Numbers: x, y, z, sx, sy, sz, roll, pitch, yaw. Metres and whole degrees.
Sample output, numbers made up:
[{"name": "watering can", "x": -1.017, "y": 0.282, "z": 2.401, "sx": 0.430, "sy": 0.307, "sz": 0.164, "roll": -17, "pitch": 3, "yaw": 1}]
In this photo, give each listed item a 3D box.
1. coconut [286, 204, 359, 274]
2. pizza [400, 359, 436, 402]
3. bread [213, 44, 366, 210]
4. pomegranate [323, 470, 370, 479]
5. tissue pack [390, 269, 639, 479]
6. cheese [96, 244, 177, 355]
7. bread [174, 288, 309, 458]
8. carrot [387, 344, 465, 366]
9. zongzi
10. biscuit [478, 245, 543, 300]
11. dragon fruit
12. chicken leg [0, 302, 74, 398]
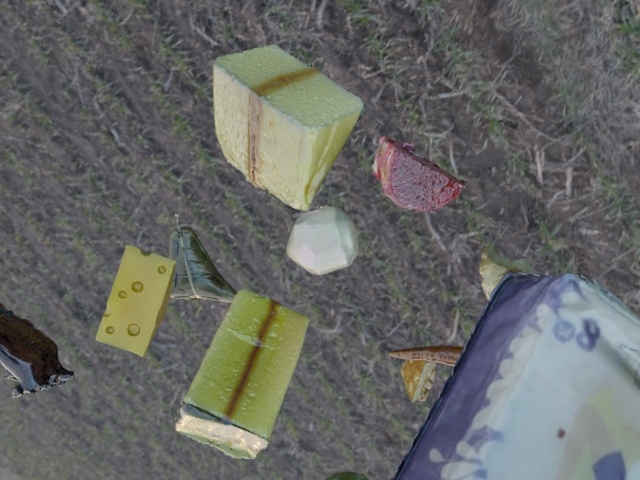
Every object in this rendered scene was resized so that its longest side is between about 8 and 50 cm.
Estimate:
[{"name": "coconut", "x": 0.000, "y": 0.000, "z": 1.625, "sx": 0.183, "sy": 0.170, "sz": 0.170, "roll": -12, "pitch": 124, "yaw": 9}, {"name": "pizza", "x": 0.257, "y": 0.355, "z": 1.698, "sx": 0.046, "sy": 0.134, "sz": 0.175, "roll": 8, "pitch": 169, "yaw": -13}, {"name": "bread", "x": -0.058, "y": -0.172, "z": 1.015, "sx": 0.240, "sy": 0.135, "sz": 0.178, "roll": 39, "pitch": 139, "yaw": 32}, {"name": "pomegranate", "x": 0.081, "y": 0.608, "z": 1.430, "sx": 0.248, "sy": 0.202, "sz": 0.202, "roll": -2, "pitch": 132, "yaw": -5}, {"name": "tissue pack", "x": 0.196, "y": 0.221, "z": 0.568, "sx": 0.242, "sy": 0.343, "sz": 0.125, "roll": 35, "pitch": 168, "yaw": -13}, {"name": "cheese", "x": -0.314, "y": 0.089, "z": 1.141, "sx": 0.093, "sy": 0.126, "sz": 0.171, "roll": 21, "pitch": 121, "yaw": -5}, {"name": "bread", "x": -0.141, "y": 0.252, "z": 1.215, "sx": 0.168, "sy": 0.263, "sz": 0.163, "roll": 25, "pitch": 146, "yaw": -3}, {"name": "carrot", "x": 0.243, "y": 0.250, "z": 1.421, "sx": 0.216, "sy": 0.048, "sz": 0.048, "roll": -2, "pitch": 126, "yaw": 35}, {"name": "zongzi", "x": -0.245, "y": 0.041, "z": 1.428, "sx": 0.178, "sy": 0.081, "sz": 0.188, "roll": 5, "pitch": 92, "yaw": 0}, {"name": "biscuit", "x": 0.367, "y": 0.082, "z": 1.224, "sx": 0.183, "sy": 0.118, "sz": 0.061, "roll": 18, "pitch": 165, "yaw": -40}, {"name": "dragon fruit", "x": 0.209, "y": -0.159, "z": 1.573, "sx": 0.274, "sy": 0.161, "sz": 0.126, "roll": 19, "pitch": 115, "yaw": -36}, {"name": "chicken leg", "x": -0.441, "y": 0.141, "z": 0.896, "sx": 0.063, "sy": 0.105, "sz": 0.234, "roll": -36, "pitch": 116, "yaw": 14}]
